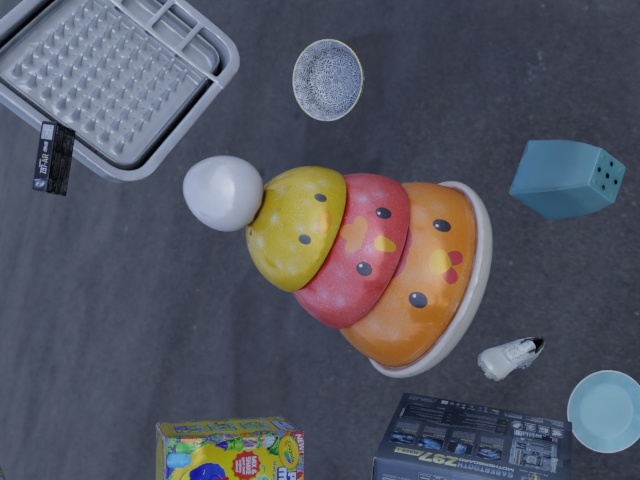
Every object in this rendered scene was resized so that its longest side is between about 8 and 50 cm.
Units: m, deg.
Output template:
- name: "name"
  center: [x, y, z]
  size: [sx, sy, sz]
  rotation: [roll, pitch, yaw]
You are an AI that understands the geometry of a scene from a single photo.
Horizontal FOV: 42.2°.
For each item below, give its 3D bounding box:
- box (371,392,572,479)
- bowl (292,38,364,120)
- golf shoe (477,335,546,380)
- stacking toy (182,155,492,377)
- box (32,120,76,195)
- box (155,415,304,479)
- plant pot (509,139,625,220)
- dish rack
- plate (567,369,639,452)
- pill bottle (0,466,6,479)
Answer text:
- name: "box"
  center: [0.197, 0.274, 1.050]
  size: [0.233, 0.183, 0.059]
  rotation: [7, 107, 15]
- name: "bowl"
  center: [0.032, -0.339, 1.764]
  size: [0.170, 0.080, 0.170]
  rotation: [5, 100, 30]
- name: "golf shoe"
  center: [0.379, 0.222, 1.638]
  size: [0.069, 0.176, 0.086]
  rotation: [56, 129, 19]
- name: "stacking toy"
  center: [0.000, 0.000, 1.338]
  size: [0.350, 0.480, 0.350]
  rotation: [-49, 30, 41]
- name: "box"
  center: [-0.317, -0.097, 0.989]
  size: [0.067, 0.018, 0.083]
  rotation: [6, -88, -87]
- name: "box"
  center: [-0.189, 0.523, 1.696]
  size: [0.177, 0.279, 0.289]
  rotation: [175, 95, -72]
- name: "plant pot"
  center: [0.646, -0.159, 2.135]
  size: [0.234, 0.166, 0.165]
  rotation: [2, 67, 60]
- name: "dish rack"
  center: [-0.301, -0.248, 1.192]
  size: [0.072, 0.286, 0.332]
  rotation: [-39, 17, 51]
- name: "plate"
  center: [0.651, 0.387, 1.886]
  size: [0.024, 0.188, 0.188]
  rotation: [-170, 92, -87]
- name: "pill bottle"
  center: [-0.587, 0.453, 1.378]
  size: [0.264, 0.146, 0.146]
  rotation: [50, 121, 35]
